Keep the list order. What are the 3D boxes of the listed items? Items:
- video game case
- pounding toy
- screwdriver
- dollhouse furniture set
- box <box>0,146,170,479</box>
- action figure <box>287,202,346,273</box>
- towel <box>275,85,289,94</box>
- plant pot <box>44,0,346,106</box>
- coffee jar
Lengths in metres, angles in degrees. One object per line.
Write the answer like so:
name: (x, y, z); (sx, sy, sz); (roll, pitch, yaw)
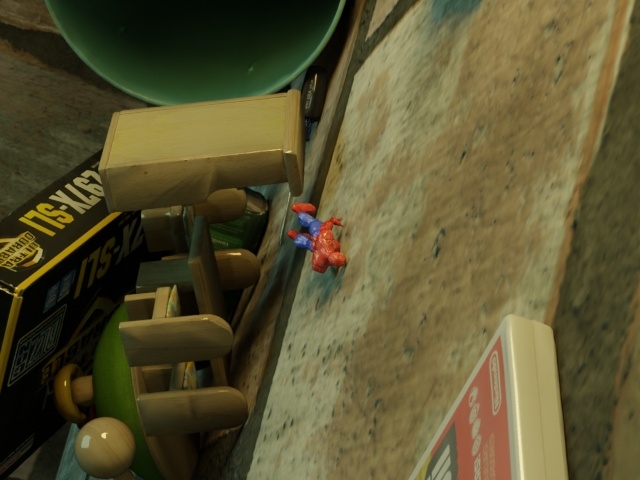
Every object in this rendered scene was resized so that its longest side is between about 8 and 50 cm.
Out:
video game case: (0.037, 0.198, 0.709); (0.204, 0.025, 0.285); (-86, 17, -52)
pounding toy: (-0.191, 0.163, 1.489); (0.237, 0.110, 0.183); (-87, -18, -49)
screwdriver: (-0.015, -0.076, 1.472); (0.024, 0.025, 0.170); (155, 123, -75)
dollhouse furniture set: (-0.081, 0.009, 1.397); (0.212, 0.161, 0.242); (-88, -10, -57)
box: (-0.246, 0.065, 1.522); (0.322, 0.079, 0.257); (-45, -24, -56)
action figure: (0.000, 0.000, 1.216); (0.115, 0.030, 0.038); (-126, 49, -71)
towel: (-0.067, -0.121, 1.758); (0.067, 0.029, 0.119); (-127, 55, -78)
plant pot: (-0.094, -0.295, 1.549); (0.235, 0.293, 0.293); (-62, -5, -66)
coffee jar: (-0.116, 0.034, 1.615); (0.096, 0.079, 0.184); (-105, 34, -73)
